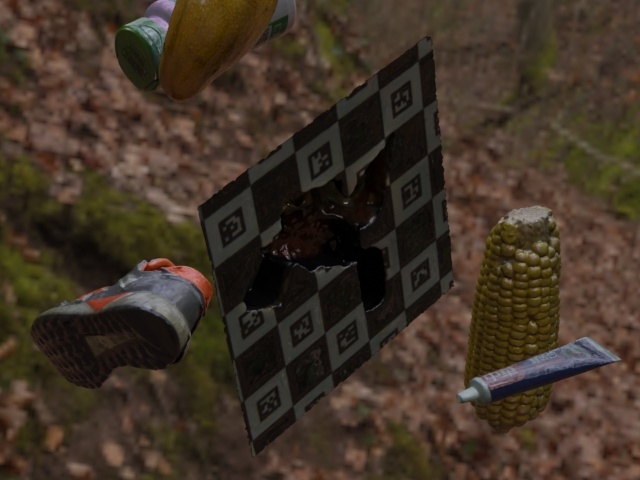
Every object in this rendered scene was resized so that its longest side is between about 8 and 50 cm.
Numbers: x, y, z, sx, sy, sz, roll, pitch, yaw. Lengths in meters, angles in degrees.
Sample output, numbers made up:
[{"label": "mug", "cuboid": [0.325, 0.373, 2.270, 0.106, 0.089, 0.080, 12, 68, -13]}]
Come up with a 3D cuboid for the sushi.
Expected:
[{"label": "sushi", "cuboid": [0.000, 0.000, 1.653, 0.064, 0.359, 0.343, 27, 52, 36]}]

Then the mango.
[{"label": "mango", "cuboid": [-0.110, -0.281, 1.838, 0.109, 0.262, 0.157, 19, -18, 0]}]

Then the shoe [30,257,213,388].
[{"label": "shoe", "cuboid": [-0.262, 0.094, 2.114, 0.336, 0.171, 0.132, -16, -63, 49]}]

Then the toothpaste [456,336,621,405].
[{"label": "toothpaste", "cuboid": [0.157, 0.097, 1.140, 0.140, 0.021, 0.037, -15, 33, -28]}]

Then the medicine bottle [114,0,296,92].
[{"label": "medicine bottle", "cuboid": [-0.176, -0.324, 2.353, 0.274, 0.133, 0.133, -32, 23, -31]}]

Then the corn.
[{"label": "corn", "cuboid": [0.267, 0.117, 2.136, 0.130, 0.347, 0.130, 1, 27, -1]}]
